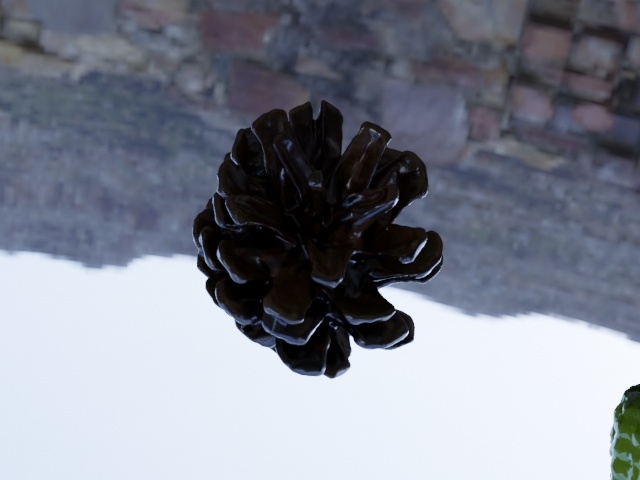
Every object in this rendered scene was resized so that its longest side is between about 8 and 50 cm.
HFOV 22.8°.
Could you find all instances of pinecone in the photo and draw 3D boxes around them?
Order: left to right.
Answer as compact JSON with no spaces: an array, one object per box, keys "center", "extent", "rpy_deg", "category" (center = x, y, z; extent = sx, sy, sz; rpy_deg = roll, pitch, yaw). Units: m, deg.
[{"center":[0.001,-0.002,1.252],"extent":[0.202,0.201,0.229],"rpy_deg":[11,-144,-5],"category":"pinecone"}]

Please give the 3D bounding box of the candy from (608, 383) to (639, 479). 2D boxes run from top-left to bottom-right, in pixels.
[{"center":[0.254,0.205,1.179],"extent":[0.096,0.209,0.097],"rpy_deg":[5,-161,-2],"category":"candy"}]
